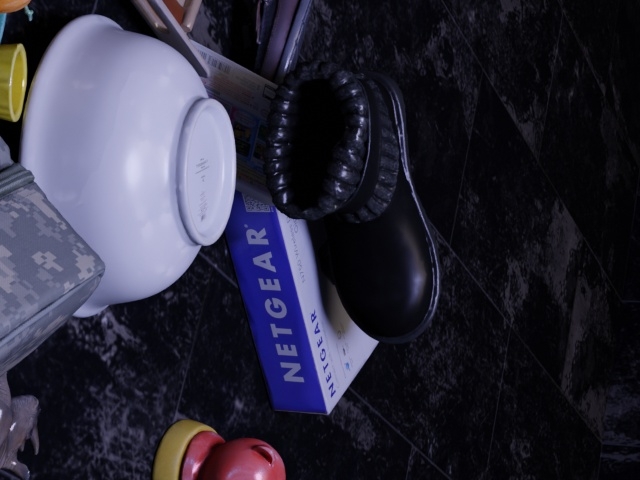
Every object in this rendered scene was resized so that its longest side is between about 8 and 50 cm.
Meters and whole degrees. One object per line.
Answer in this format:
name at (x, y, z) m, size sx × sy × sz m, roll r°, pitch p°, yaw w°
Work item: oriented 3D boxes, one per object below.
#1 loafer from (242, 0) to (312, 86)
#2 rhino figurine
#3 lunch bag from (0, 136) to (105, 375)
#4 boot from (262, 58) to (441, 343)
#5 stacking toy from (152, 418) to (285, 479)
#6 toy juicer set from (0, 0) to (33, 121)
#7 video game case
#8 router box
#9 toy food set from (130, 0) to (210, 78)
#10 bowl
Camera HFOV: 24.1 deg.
loafer at (-0.053, -0.304, 1.807) m, size 0.109 × 0.095 × 0.303 m, roll 107°, pitch -2°, yaw -73°
rhino figurine at (-0.278, 0.130, 1.173) m, size 0.243 × 0.073 × 0.106 m, roll 58°, pitch 37°, yaw -61°
lunch bag at (-0.322, 0.015, 0.915) m, size 0.256 × 0.212 × 0.305 m, roll 51°, pitch 33°, yaw 0°
boot at (0.037, -0.033, 1.694) m, size 0.260 × 0.131 × 0.348 m, roll -31°, pitch 108°, yaw -75°
stacking toy at (-0.102, 0.385, 1.658) m, size 0.279 × 0.130 × 0.309 m, roll -62°, pitch 143°, yaw -43°
toy juicer set at (-0.271, -0.245, 1.213) m, size 0.329 × 0.089 × 0.209 m, roll 95°, pitch 0°, yaw -73°
video game case at (-0.101, -0.131, 1.674) m, size 0.157 × 0.019 × 0.143 m, roll 26°, pitch 60°, yaw -27°
router box at (0.000, 0.000, 1.900) m, size 0.301 × 0.082 × 0.335 m, roll -51°, pitch 135°, yaw -51°
toy food set at (-0.135, -0.361, 1.606) m, size 0.220 × 0.092 × 0.306 m, roll 53°, pitch 46°, yaw -50°
bowl at (-0.167, -0.070, 1.453) m, size 0.298 × 0.134 × 0.298 m, roll 3°, pitch 90°, yaw -73°
